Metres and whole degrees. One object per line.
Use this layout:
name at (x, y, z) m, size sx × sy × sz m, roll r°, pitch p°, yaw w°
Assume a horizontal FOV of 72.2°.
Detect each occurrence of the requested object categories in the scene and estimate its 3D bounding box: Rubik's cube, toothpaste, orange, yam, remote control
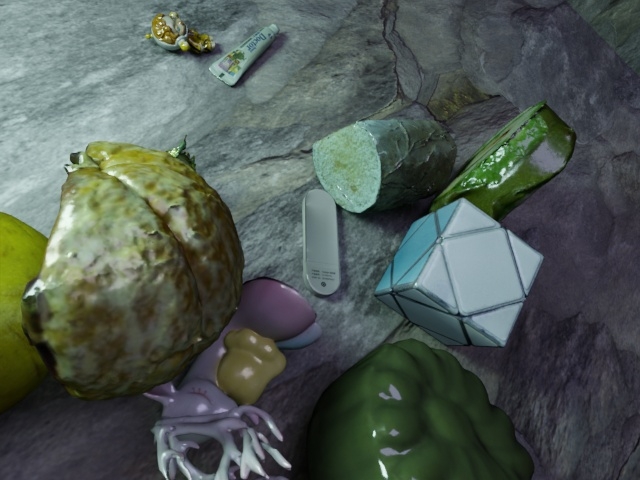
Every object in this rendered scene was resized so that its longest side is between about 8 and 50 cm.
Rubik's cube at (0.264, 0.072, 0.868) m, size 0.207 × 0.205 × 0.205 m, roll 36°, pitch 72°, yaw -7°
toothpaste at (-0.171, -0.459, 1.063) m, size 0.067 × 0.037 × 0.255 m, roll 37°, pitch 58°, yaw -5°
orange at (-0.206, 0.030, 0.548) m, size 0.210 × 0.271 × 0.368 m, roll 2°, pitch 24°, yaw -22°
yam at (0.158, -0.169, 0.987) m, size 0.271 × 0.202 × 0.201 m, roll -21°, pitch 97°, yaw -35°
remote control at (0.000, 0.000, 0.913) m, size 0.077 × 0.022 × 0.245 m, roll 8°, pitch 62°, yaw -20°

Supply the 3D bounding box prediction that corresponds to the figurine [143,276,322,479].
figurine at (-0.108, 0.214, 0.597) m, size 0.284 × 0.206 × 0.315 m, roll 15°, pitch 55°, yaw 31°

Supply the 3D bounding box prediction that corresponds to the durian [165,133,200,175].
durian at (-0.305, -0.082, 0.758) m, size 0.095 × 0.137 × 0.221 m, roll 29°, pitch 56°, yaw 30°

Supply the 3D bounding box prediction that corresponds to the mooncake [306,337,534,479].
mooncake at (0.160, 0.329, 0.652) m, size 0.356 × 0.194 × 0.356 m, roll 33°, pitch 33°, yaw -25°

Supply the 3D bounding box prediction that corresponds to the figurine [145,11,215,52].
figurine at (-0.309, -0.459, 0.977) m, size 0.101 × 0.068 × 0.143 m, roll 51°, pitch 42°, yaw 0°

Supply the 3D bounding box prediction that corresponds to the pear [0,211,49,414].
pear at (-0.427, 0.089, 0.494) m, size 0.269 × 0.269 × 0.321 m, roll 49°, pitch 21°, yaw 4°

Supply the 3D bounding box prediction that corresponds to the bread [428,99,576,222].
bread at (0.412, -0.157, 0.990) m, size 0.129 × 0.366 × 0.382 m, roll 45°, pitch 67°, yaw 2°
